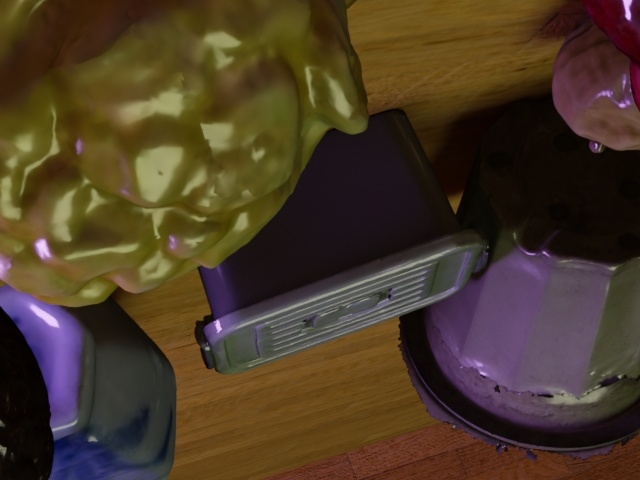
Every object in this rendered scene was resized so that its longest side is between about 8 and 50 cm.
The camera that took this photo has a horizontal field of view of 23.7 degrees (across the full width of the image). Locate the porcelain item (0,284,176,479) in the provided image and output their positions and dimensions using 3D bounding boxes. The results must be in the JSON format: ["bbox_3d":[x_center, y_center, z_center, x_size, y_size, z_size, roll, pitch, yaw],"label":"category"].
[{"bbox_3d":[-0.247,0.147,1.331,0.242,0.178,0.405,-20,163,-3],"label":"porcelain item"}]

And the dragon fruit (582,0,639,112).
[{"bbox_3d":[0.262,-0.164,0.683,0.329,0.329,0.329,-20,165,-5],"label":"dragon fruit"}]

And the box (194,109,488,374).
[{"bbox_3d":[0.000,0.000,1.237,0.243,0.135,0.163,-19,164,-5],"label":"box"}]

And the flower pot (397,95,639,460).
[{"bbox_3d":[0.217,0.020,1.361,0.290,0.290,0.259,-17,149,-15],"label":"flower pot"}]

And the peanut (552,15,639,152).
[{"bbox_3d":[0.291,-0.151,1.079,0.159,0.143,0.291,12,152,-22],"label":"peanut"}]

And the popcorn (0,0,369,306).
[{"bbox_3d":[-0.095,-0.107,0.597,0.259,0.259,0.212,-25,150,15],"label":"popcorn"}]

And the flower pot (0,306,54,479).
[{"bbox_3d":[-0.305,0.092,0.935,0.266,0.267,0.267,-18,154,-14],"label":"flower pot"}]
